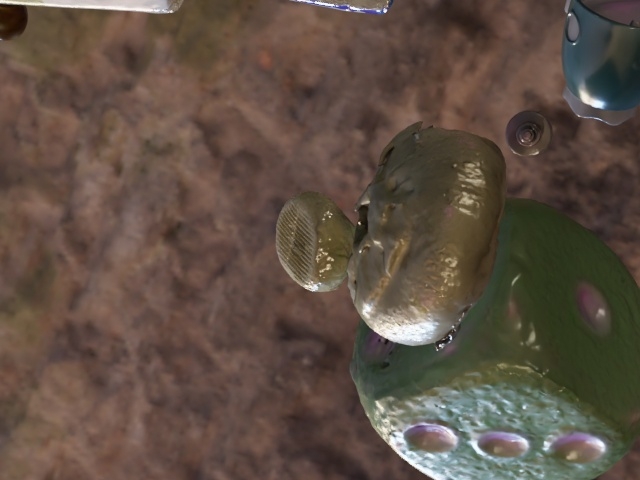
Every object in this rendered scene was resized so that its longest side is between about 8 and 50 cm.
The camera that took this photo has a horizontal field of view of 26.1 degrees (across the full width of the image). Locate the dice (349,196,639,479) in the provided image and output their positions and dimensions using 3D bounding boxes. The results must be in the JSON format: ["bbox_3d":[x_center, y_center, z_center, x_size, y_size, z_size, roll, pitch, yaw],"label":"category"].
[{"bbox_3d":[0.254,0.158,1.930,0.330,0.322,0.318,-30,-146,38],"label":"dice"}]

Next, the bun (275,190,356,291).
[{"bbox_3d":[0.000,0.000,1.547,0.115,0.069,0.115,17,-69,55],"label":"bun"}]

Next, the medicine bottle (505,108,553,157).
[{"bbox_3d":[0.253,-0.129,1.672,0.199,0.057,0.058,-32,144,-79],"label":"medicine bottle"}]

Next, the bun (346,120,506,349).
[{"bbox_3d":[0.105,-0.013,1.427,0.239,0.141,0.239,-164,-90,-80],"label":"bun"}]

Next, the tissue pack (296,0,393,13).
[{"bbox_3d":[0.018,-0.444,2.182,0.270,0.209,0.137,-84,-178,-75],"label":"tissue pack"}]

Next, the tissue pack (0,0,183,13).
[{"bbox_3d":[-0.327,-0.440,1.782,0.194,0.356,0.266,78,22,-50],"label":"tissue pack"}]

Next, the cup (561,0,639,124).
[{"bbox_3d":[0.409,-0.260,1.919,0.300,0.167,0.173,-111,-154,-46],"label":"cup"}]

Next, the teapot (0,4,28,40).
[{"bbox_3d":[-0.469,-0.320,1.945,0.129,0.098,0.078,49,-54,31],"label":"teapot"}]
